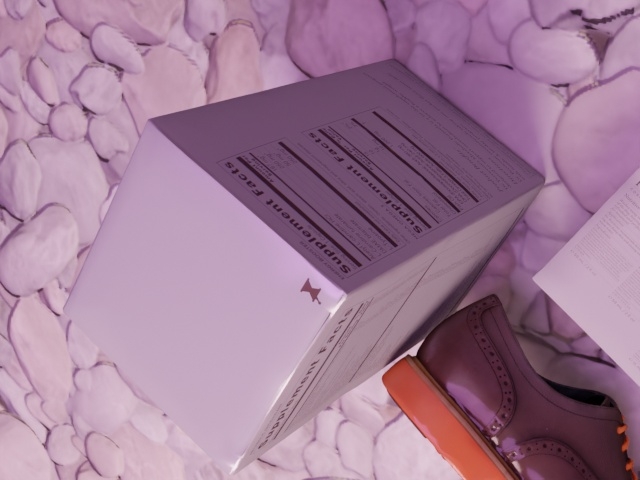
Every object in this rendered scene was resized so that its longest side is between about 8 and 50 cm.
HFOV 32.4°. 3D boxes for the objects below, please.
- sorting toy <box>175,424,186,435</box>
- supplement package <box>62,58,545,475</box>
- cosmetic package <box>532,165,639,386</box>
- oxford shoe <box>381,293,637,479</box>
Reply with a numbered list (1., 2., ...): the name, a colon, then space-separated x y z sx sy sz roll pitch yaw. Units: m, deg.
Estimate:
1. sorting toy: -0.086 0.137 0.858 0.083 0.045 0.075 32 127 21
2. supplement package: 0.000 0.000 0.632 0.134 0.244 0.139 41 122 16
3. cosmetic package: 0.241 0.067 0.607 0.239 0.060 0.099 47 126 13
4. oxford shoe: 0.163 0.150 0.665 0.098 0.097 0.271 -44 94 1
